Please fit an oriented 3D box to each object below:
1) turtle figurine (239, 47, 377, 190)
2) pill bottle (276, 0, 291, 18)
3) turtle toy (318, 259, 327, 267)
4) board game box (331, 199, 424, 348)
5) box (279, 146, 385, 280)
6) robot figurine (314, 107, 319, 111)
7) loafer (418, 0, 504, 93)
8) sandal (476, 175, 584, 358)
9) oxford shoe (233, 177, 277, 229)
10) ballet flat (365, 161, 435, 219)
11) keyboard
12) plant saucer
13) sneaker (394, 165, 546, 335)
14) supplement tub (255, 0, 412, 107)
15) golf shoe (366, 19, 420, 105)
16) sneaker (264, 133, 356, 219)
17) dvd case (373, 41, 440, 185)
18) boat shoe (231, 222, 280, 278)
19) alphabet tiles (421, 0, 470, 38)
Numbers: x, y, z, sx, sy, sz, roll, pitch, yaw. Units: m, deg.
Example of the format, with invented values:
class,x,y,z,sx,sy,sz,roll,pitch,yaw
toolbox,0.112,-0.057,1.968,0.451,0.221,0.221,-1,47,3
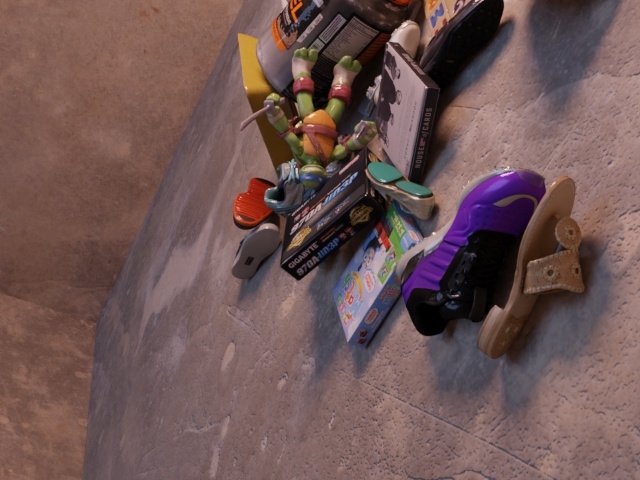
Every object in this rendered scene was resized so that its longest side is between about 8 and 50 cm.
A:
class,x,y,z,sx,sy,sz,roll,pitch,yaw
turtle figurine,0.004,-0.251,1.552,0.198,0.275,0.266,-5,62,21
pill bottle,0.038,-0.574,1.880,0.361,0.204,0.204,-52,27,36
turtle toy,0.000,0.000,1.634,0.130,0.066,0.095,-63,24,15
board game box,0.096,0.052,1.392,0.211,0.039,0.160,-60,23,23
box,0.023,-0.049,1.498,0.220,0.051,0.175,-40,23,25
robot figurine,-0.022,-0.366,2.023,0.115,0.067,0.101,163,117,-64
loafer,0.226,-0.341,1.387,0.223,0.076,0.078,130,144,-48
sandal,0.269,0.049,0.963,0.079,0.088,0.240,37,115,36
oxford shoe,-0.164,-0.068,2.027,0.271,0.097,0.098,-66,-3,-68
ballet flat,0.128,-0.080,1.371,0.168,0.057,0.052,40,139,51
keyboard,0.143,-0.382,1.720,0.256,0.014,0.072,-64,16,11
plant saucer,-0.096,-0.290,1.919,0.081,0.333,0.333,-18,36,4
sneaker,0.205,0.032,1.084,0.293,0.102,0.146,127,150,-46
supplement tub,0.036,-0.452,1.706,0.338,0.207,0.207,-42,33,35
golf shoe,0.160,-0.331,1.582,0.086,0.069,0.176,40,115,50
sneaker,-0.025,-0.130,1.736,0.283,0.122,0.110,-47,30,43
dvd case,0.145,-0.227,1.451,0.239,0.029,0.179,-112,26,-56
boat shoe,-0.162,0.011,2.000,0.219,0.078,0.070,-48,31,46
alphabet tiles,0.278,-0.520,1.519,0.285,0.011,0.342,-53,27,35
